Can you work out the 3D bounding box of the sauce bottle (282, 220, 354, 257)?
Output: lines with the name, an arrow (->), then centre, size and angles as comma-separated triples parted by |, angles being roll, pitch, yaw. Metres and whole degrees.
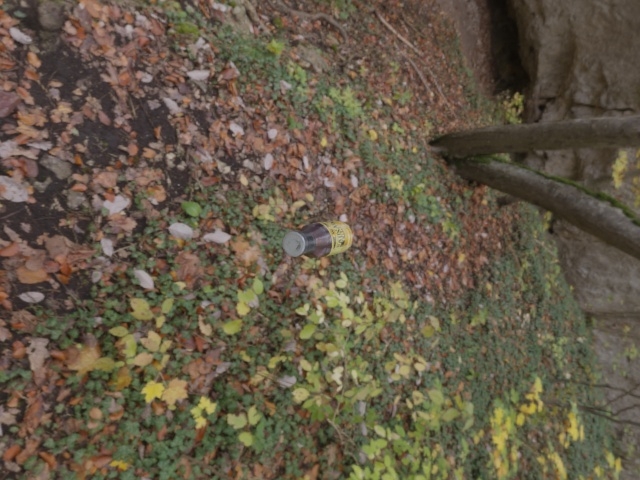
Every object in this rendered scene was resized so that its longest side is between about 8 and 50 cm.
sauce bottle -> 0.000, 0.000, 0.455 | 0.128, 0.042, 0.042 | -14, 107, -66
